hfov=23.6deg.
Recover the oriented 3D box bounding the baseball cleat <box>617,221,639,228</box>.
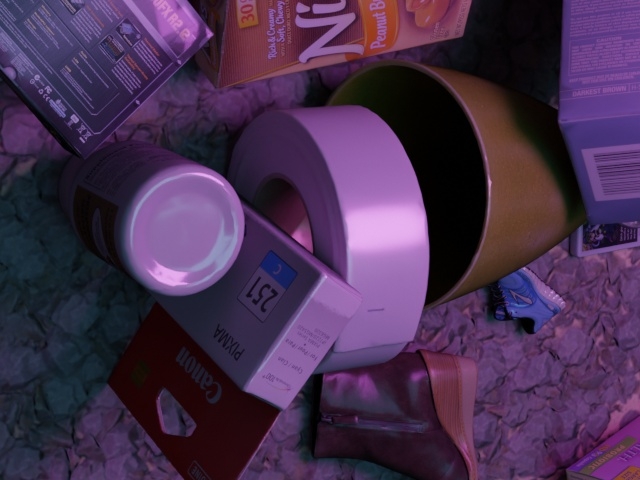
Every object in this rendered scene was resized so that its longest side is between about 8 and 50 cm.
[{"bbox_3d":[0.378,-0.062,1.883,0.206,0.109,0.072,-18,110,-50],"label":"baseball cleat"}]

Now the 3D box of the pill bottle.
[{"bbox_3d":[-0.181,-0.032,1.552,0.131,0.229,0.131,-8,106,-27],"label":"pill bottle"}]

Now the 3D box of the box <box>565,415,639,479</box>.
[{"bbox_3d":[0.446,0.375,2.034,0.213,0.117,0.243,-27,116,-38],"label":"box"}]

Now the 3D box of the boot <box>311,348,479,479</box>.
[{"bbox_3d":[0.086,0.253,1.873,0.206,0.090,0.249,-3,106,-16],"label":"boot"}]

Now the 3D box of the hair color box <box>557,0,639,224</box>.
[{"bbox_3d":[0.340,-0.223,1.710,0.185,0.113,0.375,63,29,-49],"label":"hair color box"}]

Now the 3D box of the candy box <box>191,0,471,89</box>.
[{"bbox_3d":[0.020,-0.284,1.641,0.316,0.087,0.183,-16,139,-25],"label":"candy box"}]

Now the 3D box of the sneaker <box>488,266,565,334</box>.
[{"bbox_3d":[0.236,0.066,1.903,0.162,0.063,0.073,37,87,-30],"label":"sneaker"}]

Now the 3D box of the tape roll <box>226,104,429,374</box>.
[{"bbox_3d":[0.000,0.000,1.627,0.100,0.286,0.286,-6,105,-29],"label":"tape roll"}]

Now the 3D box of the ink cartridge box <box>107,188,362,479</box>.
[{"bbox_3d":[-0.117,0.093,1.562,0.066,0.296,0.261,32,94,-37],"label":"ink cartridge box"}]

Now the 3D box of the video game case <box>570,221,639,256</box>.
[{"bbox_3d":[0.397,-0.083,1.978,0.173,0.022,0.190,-9,108,-27],"label":"video game case"}]

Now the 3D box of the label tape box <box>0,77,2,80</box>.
[{"bbox_3d":[-0.383,-0.256,1.454,0.347,0.115,0.249,-36,117,-18],"label":"label tape box"}]

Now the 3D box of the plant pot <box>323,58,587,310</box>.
[{"bbox_3d":[0.182,-0.070,1.749,0.293,0.274,0.275,-7,106,-43],"label":"plant pot"}]

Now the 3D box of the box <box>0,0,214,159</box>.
[{"bbox_3d":[-0.239,-0.221,1.447,0.183,0.056,0.231,-46,121,-11],"label":"box"}]
